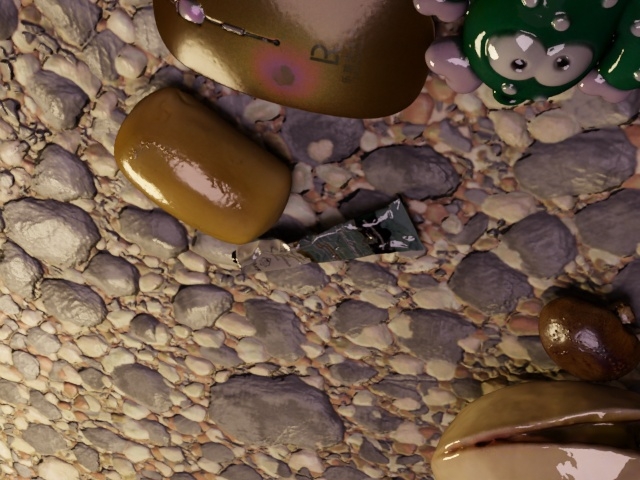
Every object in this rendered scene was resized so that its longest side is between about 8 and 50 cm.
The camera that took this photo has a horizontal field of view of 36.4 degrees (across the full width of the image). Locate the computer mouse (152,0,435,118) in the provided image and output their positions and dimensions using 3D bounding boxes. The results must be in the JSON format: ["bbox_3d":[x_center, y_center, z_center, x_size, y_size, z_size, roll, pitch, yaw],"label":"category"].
[{"bbox_3d":[-0.037,-0.222,1.010,0.310,0.072,0.158,18,130,8],"label":"computer mouse"}]

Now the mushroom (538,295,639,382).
[{"bbox_3d":[0.316,0.114,1.146,0.127,0.087,0.127,28,152,16],"label":"mushroom"}]

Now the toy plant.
[{"bbox_3d":[0.205,-0.205,0.889,0.233,0.112,0.243,-2,146,15],"label":"toy plant"}]

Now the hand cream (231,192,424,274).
[{"bbox_3d":[0.000,-0.001,1.200,0.248,0.052,0.075,-13,145,23],"label":"hand cream"}]

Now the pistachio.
[{"bbox_3d":[0.279,0.263,1.190,0.214,0.193,0.318,20,147,-33],"label":"pistachio"}]

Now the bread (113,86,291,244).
[{"bbox_3d":[-0.144,-0.078,1.155,0.217,0.098,0.147,33,136,-5],"label":"bread"}]
